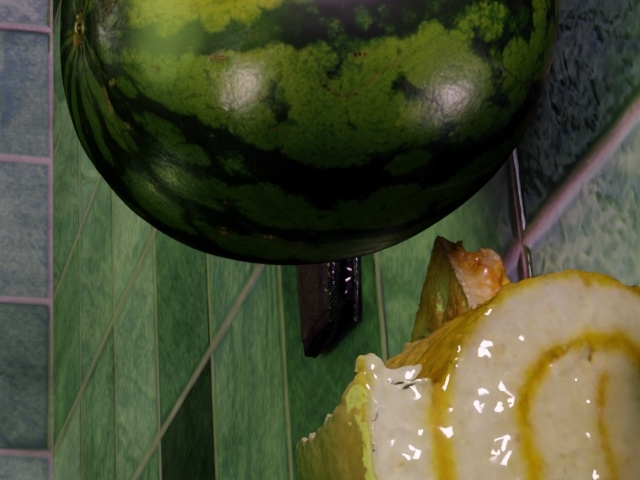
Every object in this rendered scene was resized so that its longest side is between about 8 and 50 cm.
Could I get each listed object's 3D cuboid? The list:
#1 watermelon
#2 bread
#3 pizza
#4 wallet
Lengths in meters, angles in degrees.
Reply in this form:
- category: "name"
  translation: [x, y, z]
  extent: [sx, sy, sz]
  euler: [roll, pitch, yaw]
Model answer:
- category: "watermelon"
  translation: [-0.007, -0.126, 1.048]
  extent: [0.285, 0.285, 0.285]
  euler: [-176, 90, -74]
- category: "bread"
  translation: [0.092, 0.146, 0.815]
  extent: [0.124, 0.186, 0.257]
  euler: [128, 135, -56]
- category: "pizza"
  translation: [0.091, 0.064, 1.078]
  extent: [0.175, 0.046, 0.134]
  euler: [170, 102, -73]
- category: "wallet"
  translation: [-0.001, 0.000, 1.438]
  extent: [0.111, 0.030, 0.165]
  euler: [133, 138, -64]
